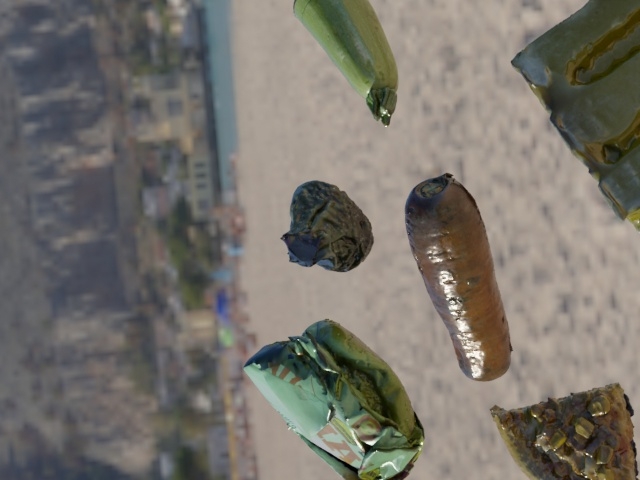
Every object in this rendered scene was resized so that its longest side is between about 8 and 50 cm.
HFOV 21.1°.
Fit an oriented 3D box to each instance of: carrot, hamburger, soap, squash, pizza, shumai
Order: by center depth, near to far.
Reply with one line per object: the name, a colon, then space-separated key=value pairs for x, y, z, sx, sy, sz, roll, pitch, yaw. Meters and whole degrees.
carrot: x=0.109 y=0.034 z=1.301 sx=0.060 sy=0.060 sz=0.186 roll=-101 pitch=-8 yaw=-58
soap: x=0.350 y=-0.174 z=1.525 sx=0.199 sy=0.315 sz=0.091 roll=57 pitch=-167 yaw=23
pizza: x=0.252 y=0.195 z=1.648 sx=0.178 sy=0.131 sz=0.041 roll=49 pitch=-158 yaw=19
hamburger: x=0.022 y=0.173 z=1.986 sx=0.214 sy=0.125 sz=0.235 roll=21 pitch=139 yaw=46
shumai: x=0.001 y=0.000 z=2.023 sx=0.124 sy=0.099 sz=0.087 roll=55 pitch=-137 yaw=-21
squash: x=0.045 y=-0.236 z=2.181 sx=0.094 sy=0.094 sz=0.224 roll=91 pitch=156 yaw=-61
